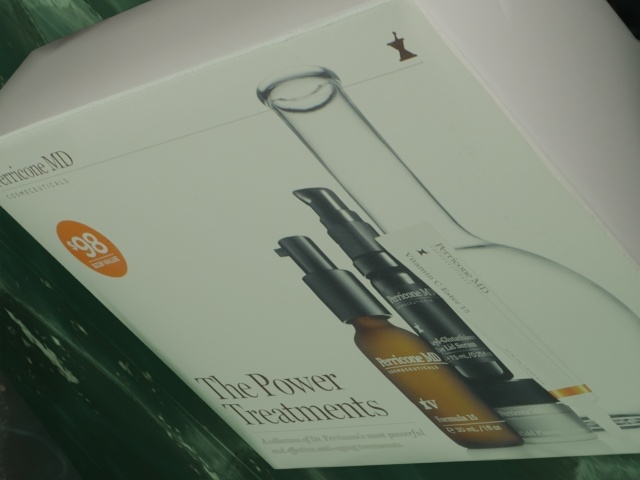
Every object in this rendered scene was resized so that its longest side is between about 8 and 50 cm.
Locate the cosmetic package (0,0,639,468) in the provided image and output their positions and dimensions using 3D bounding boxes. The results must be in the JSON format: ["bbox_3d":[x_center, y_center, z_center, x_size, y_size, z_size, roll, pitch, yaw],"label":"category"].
[{"bbox_3d":[0.021,-0.008,0.865,0.377,0.097,0.284,-12,126,50],"label":"cosmetic package"}]
